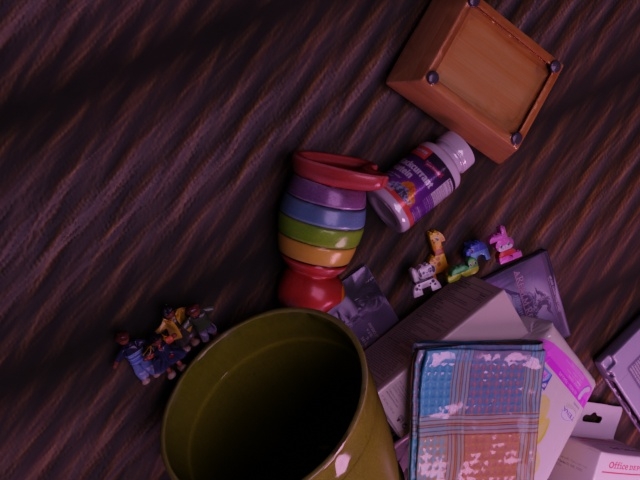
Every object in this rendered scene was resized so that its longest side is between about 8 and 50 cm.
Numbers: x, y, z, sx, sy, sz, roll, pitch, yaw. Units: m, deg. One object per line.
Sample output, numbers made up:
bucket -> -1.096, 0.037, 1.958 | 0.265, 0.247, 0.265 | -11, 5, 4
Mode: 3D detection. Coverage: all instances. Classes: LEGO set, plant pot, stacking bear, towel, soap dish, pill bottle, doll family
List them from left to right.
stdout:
doll family -> -0.266, 0.167, 1.718 | 0.193, 0.076, 0.111 | -42, 131, -17
plant pot -> -0.026, 0.364, 1.711 | 0.366, 0.366, 0.353 | -43, 133, -11
stacking bear -> 0.000, 0.000, 1.767 | 0.164, 0.175, 0.289 | 10, 103, -10
pill bottle -> 0.187, -0.113, 1.849 | 0.193, 0.108, 0.108 | -40, 111, -13
LEGO set -> 0.253, 0.020, 1.915 | 0.227, 0.087, 0.093 | -21, 103, -12
towel -> 0.276, 0.360, 1.789 | 0.271, 0.040, 0.370 | 1, 94, -24
soap dish -> 0.294, -0.310, 1.858 | 0.291, 0.118, 0.229 | 32, 86, -23

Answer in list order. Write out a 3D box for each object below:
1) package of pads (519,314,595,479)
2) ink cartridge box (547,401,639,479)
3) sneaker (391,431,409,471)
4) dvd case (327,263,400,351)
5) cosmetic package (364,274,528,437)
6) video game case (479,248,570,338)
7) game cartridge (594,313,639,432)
package of pads -> 0.405, 0.331, 1.968 | 0.229, 0.101, 0.296 | 48, 67, -37
ink cartridge box -> 0.568, 0.521, 2.085 | 0.207, 0.119, 0.353 | 13, 93, -38
sneaker -> 0.228, 0.371, 1.966 | 0.228, 0.086, 0.132 | -31, 115, -5
dvd case -> 0.037, 0.172, 1.881 | 0.221, 0.018, 0.164 | -36, 111, -14
cosmetic package -> 0.208, 0.205, 1.859 | 0.309, 0.160, 0.113 | -36, 111, -11
video game case -> 0.364, 0.158, 2.014 | 0.274, 0.026, 0.196 | -24, 107, -17
game cartridge -> 0.731, 0.300, 2.178 | 0.198, 0.062, 0.297 | -43, 112, -16
